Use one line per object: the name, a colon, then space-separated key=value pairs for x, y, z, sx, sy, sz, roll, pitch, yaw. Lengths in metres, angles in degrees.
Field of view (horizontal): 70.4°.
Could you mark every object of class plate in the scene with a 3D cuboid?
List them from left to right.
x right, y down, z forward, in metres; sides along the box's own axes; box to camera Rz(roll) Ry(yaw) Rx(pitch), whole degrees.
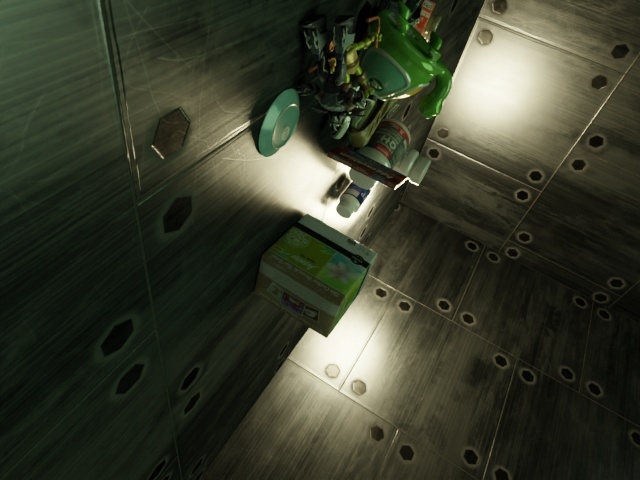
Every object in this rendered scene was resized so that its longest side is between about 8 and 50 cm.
plate: x=-0.098 y=-0.299 z=1.179 sx=0.188 sy=0.024 sz=0.188 roll=-56 pitch=166 yaw=-22

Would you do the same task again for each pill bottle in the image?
pill bottle: x=0.153 y=-0.195 z=2.153 sx=0.187 sy=0.112 sz=0.112 roll=-53 pitch=165 yaw=-30
pill bottle: x=0.257 y=-0.379 z=2.014 sx=0.319 sy=0.176 sz=0.176 roll=-55 pitch=166 yaw=-27
pill bottle: x=0.383 y=-0.393 z=2.222 sx=0.160 sy=0.283 sz=0.160 roll=-55 pitch=166 yaw=-21

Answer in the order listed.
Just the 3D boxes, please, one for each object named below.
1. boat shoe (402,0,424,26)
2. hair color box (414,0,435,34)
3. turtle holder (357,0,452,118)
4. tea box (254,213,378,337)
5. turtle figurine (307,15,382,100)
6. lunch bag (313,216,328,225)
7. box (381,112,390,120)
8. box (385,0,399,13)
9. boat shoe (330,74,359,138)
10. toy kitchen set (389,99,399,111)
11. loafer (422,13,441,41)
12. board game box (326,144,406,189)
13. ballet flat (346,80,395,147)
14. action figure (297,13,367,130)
boat shoe: x=0.309 y=-0.774 z=1.535 sx=0.095 sy=0.079 sz=0.254 roll=-53 pitch=176 yaw=-23
hair color box: x=0.346 y=-0.793 z=1.666 sx=0.093 sy=0.053 sz=0.167 roll=-114 pitch=-137 yaw=-61
turtle holder: x=0.259 y=-0.550 z=1.415 sx=0.227 sy=0.320 sz=0.243 roll=-43 pitch=-141 yaw=35
tea box: x=-0.016 y=0.122 z=1.699 sx=0.323 sy=0.329 sz=0.220 roll=-48 pitch=162 yaw=-46
turtle figurine: x=0.071 y=-0.486 z=1.272 sx=0.269 sy=0.087 sz=0.217 roll=-44 pitch=145 yaw=-17
lunch bag: x=0.000 y=0.000 z=1.896 sx=0.096 sy=0.151 sz=0.129 roll=-47 pitch=162 yaw=-47
box: x=0.309 y=-0.598 z=2.099 sx=0.083 sy=0.018 sz=0.067 roll=-59 pitch=166 yaw=-8
box: x=0.223 y=-0.694 z=1.495 sx=0.059 sy=0.054 sz=0.169 roll=-36 pitch=153 yaw=-61
boat shoe: x=0.060 y=-0.427 z=1.418 sx=0.070 sy=0.078 sz=0.219 roll=2 pitch=119 yaw=-29
toy kitchen set: x=0.312 y=-0.648 z=1.876 sx=0.207 sy=0.122 sz=0.166 roll=-45 pitch=176 yaw=28
loafer: x=0.416 y=-0.857 z=1.817 sx=0.102 sy=0.092 sz=0.268 roll=-62 pitch=-177 yaw=11
board game box: x=0.174 y=-0.275 z=1.683 sx=0.145 sy=0.281 sz=0.027 roll=-39 pitch=155 yaw=-58
ballet flat: x=0.196 y=-0.516 z=1.705 sx=0.342 sy=0.116 sz=0.124 roll=-57 pitch=148 yaw=1
action figure: x=0.027 y=-0.401 z=1.126 sx=0.099 sy=0.185 sz=0.285 roll=-61 pitch=154 yaw=-42
